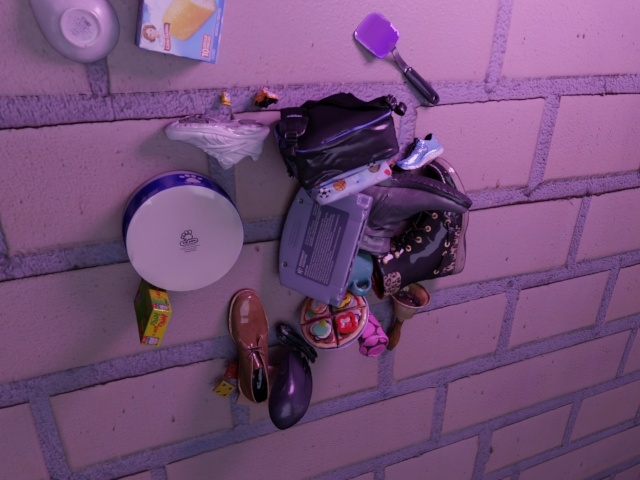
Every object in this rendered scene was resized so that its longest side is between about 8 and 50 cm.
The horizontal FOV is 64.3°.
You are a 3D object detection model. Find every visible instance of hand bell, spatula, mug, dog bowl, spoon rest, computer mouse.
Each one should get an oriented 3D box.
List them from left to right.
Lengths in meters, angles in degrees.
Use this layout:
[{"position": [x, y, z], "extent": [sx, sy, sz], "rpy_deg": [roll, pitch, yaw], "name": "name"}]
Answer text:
[{"position": [-0.484, -0.446, 0.915], "extent": [0.137, 0.084, 0.276], "rpy_deg": [-40, 137, -1], "name": "spoon rest"}, {"position": [-0.314, -0.020, 1.171], "extent": [0.264, 0.104, 0.265], "rpy_deg": [-11, 118, -21], "name": "dog bowl"}, {"position": [-0.068, 0.376, 1.391], "extent": [0.072, 0.272, 0.188], "rpy_deg": [-16, 135, 31], "name": "computer mouse"}, {"position": [0.084, 0.081, 1.378], "extent": [0.097, 0.129, 0.158], "rpy_deg": [-3, 75, -33], "name": "mug"}, {"position": [0.247, 0.252, 1.582], "extent": [0.126, 0.126, 0.242], "rpy_deg": [-5, 128, -23], "name": "hand bell"}, {"position": [0.205, -0.436, 1.257], "extent": [0.296, 0.030, 0.084], "rpy_deg": [35, 94, -33], "name": "spatula"}]

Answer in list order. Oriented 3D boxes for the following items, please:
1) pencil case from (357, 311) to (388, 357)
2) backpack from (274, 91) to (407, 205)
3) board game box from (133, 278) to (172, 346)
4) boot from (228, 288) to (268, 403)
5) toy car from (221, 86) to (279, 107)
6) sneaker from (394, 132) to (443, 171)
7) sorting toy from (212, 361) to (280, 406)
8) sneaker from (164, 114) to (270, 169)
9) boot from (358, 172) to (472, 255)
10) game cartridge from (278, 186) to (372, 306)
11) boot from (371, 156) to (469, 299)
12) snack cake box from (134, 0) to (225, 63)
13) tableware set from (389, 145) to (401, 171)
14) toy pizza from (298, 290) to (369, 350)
[{"position": [0.109, 0.235, 1.427], "extent": [0.095, 0.209, 0.098], "rpy_deg": [11, 117, -29], "name": "pencil case"}, {"position": [0.027, -0.220, 1.141], "extent": [0.276, 0.263, 0.213], "rpy_deg": [-19, 126, -11], "name": "backpack"}, {"position": [-0.389, 0.153, 1.172], "extent": [0.043, 0.181, 0.092], "rpy_deg": [15, 107, -30], "name": "board game box"}, {"position": [-0.175, 0.282, 1.350], "extent": [0.112, 0.115, 0.306], "rpy_deg": [-8, 99, -22], "name": "boot"}, {"position": [-0.156, -0.324, 1.130], "extent": [0.121, 0.060, 0.041], "rpy_deg": [-3, 83, -31], "name": "toy car"}, {"position": [0.253, -0.236, 1.361], "extent": [0.162, 0.063, 0.073], "rpy_deg": [-33, 106, -26], "name": "sneaker"}, {"position": [-0.174, 0.411, 1.475], "extent": [0.274, 0.046, 0.132], "rpy_deg": [15, 107, -27], "name": "sorting toy"}, {"position": [-0.228, -0.212, 1.131], "extent": [0.232, 0.090, 0.115], "rpy_deg": [0, 117, -24], "name": "sneaker"}, {"position": [0.198, -0.062, 1.313], "extent": [0.337, 0.118, 0.223], "rpy_deg": [16, 107, 6], "name": "boot"}, {"position": [0.000, 0.000, 1.286], "extent": [0.062, 0.198, 0.298], "rpy_deg": [-22, 131, -63], "name": "game cartridge"}, {"position": [0.260, -0.019, 1.427], "extent": [0.284, 0.138, 0.378], "rpy_deg": [-21, 126, -14], "name": "boot"}, {"position": [-0.263, -0.493, 0.977], "extent": [0.152, 0.089, 0.265], "rpy_deg": [3, 112, -27], "name": "snack cake box"}, {"position": [0.145, -0.218, 1.338], "extent": [0.154, 0.024, 0.104], "rpy_deg": [13, 108, -30], "name": "tableware set"}, {"position": [0.032, 0.201, 1.382], "extent": [0.201, 0.201, 0.032], "rpy_deg": [-37, 143, -5], "name": "toy pizza"}]
